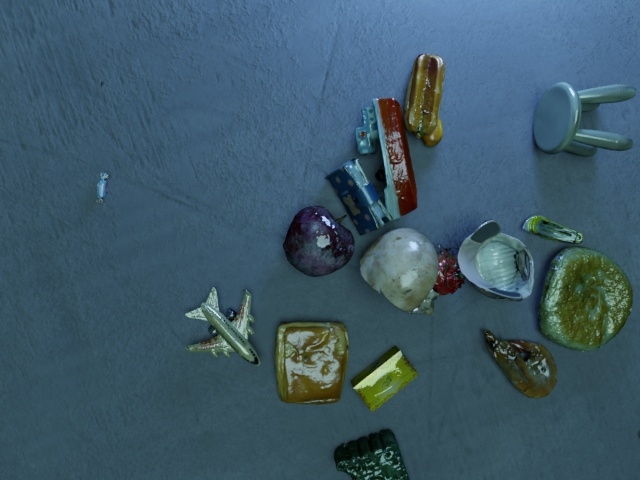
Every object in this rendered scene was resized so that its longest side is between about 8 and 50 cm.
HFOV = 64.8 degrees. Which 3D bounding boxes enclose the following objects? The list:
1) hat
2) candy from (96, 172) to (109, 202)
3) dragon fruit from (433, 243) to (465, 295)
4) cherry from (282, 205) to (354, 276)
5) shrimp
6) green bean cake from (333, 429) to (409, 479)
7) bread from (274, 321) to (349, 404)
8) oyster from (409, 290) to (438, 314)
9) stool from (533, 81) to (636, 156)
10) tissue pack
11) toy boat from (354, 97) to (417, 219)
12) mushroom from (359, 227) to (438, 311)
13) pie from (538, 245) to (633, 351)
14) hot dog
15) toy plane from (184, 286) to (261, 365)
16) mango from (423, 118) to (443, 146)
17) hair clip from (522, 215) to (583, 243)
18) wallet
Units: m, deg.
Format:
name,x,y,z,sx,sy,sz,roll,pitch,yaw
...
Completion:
name,x,y,z,sx,sy,sz,roll,pitch,yaw
hat,0.469,0.076,1.396,0.275,0.161,0.232,3,64,-43
candy,-0.595,-0.143,1.381,0.030,0.020,0.083,7,93,-4
dragon fruit,0.348,0.085,1.433,0.121,0.142,0.130,-13,136,0
cherry,-0.006,0.008,1.372,0.195,0.195,0.195,0,93,-6
shrimp,0.602,0.348,1.503,0.152,0.063,0.287,-43,99,-4
green bean cake,0.158,0.680,1.456,0.193,0.107,0.209,-20,96,-5
bread,-0.024,0.347,1.423,0.210,0.099,0.235,1,93,-6
oyster,0.266,0.162,1.466,0.148,0.051,0.103,21,73,-7
stool,0.737,-0.339,1.416,0.198,0.195,0.196,-1,93,-8
tissue pack,0.185,0.400,1.465,0.176,0.062,0.095,-37,96,-2
toy boat,0.179,-0.218,1.400,0.133,0.145,0.332,-11,92,18
mushroom,0.233,0.068,1.352,0.195,0.254,0.189,32,108,-21
pie,0.792,0.177,1.512,0.322,0.070,0.324,-1,94,-9
hot dog,0.290,-0.404,1.425,0.104,0.076,0.250,7,84,0
toy plane,-0.252,0.254,1.400,0.229,0.092,0.244,-44,97,-4
mango,0.324,-0.314,1.452,0.060,0.046,0.089,21,80,1
hair clip,0.694,-0.031,1.507,0.188,0.033,0.060,17,89,-4
wallet,0.103,-0.118,1.393,0.059,0.141,0.202,-33,96,-29
